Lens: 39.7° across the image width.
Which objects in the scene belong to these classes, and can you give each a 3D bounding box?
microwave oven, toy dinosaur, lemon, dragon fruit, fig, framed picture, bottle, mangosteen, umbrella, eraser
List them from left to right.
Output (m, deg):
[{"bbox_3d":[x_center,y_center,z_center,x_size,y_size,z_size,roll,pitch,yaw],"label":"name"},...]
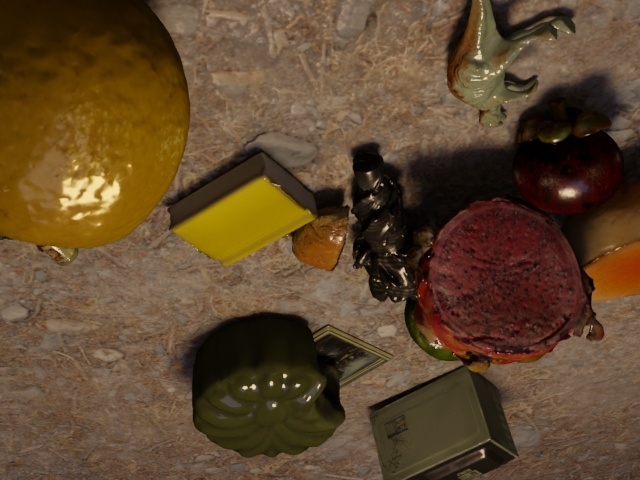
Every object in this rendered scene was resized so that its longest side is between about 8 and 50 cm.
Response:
[{"bbox_3d":[-0.483,0.004,1.583,0.063,0.047,0.101,-30,136,12],"label":"bottle"},{"bbox_3d":[-0.328,-0.191,1.143,0.364,0.364,0.364,-5,142,-4],"label":"lemon"},{"bbox_3d":[-0.134,-0.049,1.560,0.226,0.069,0.158,-28,136,25],"label":"eraser"},{"bbox_3d":[-0.009,0.305,2.069,0.296,0.019,0.232,-35,135,31],"label":"framed picture"},{"bbox_3d":[0.121,-0.008,1.595,0.128,0.154,0.336,-42,149,-22],"label":"umbrella"},{"bbox_3d":[0.302,0.483,2.179,0.295,0.237,0.181,-31,138,20],"label":"microwave oven"},{"bbox_3d":[0.260,0.136,1.820,0.203,0.235,0.203,-1,98,-6],"label":"fig"},{"bbox_3d":[0.299,0.103,1.573,0.296,0.314,0.263,-30,170,-12],"label":"dragon fruit"},{"bbox_3d":[0.264,-0.289,1.311,0.206,0.092,0.393,-21,149,25],"label":"toy dinosaur"},{"bbox_3d":[0.409,-0.141,1.473,0.200,0.199,0.199,-5,142,-4],"label":"mangosteen"}]

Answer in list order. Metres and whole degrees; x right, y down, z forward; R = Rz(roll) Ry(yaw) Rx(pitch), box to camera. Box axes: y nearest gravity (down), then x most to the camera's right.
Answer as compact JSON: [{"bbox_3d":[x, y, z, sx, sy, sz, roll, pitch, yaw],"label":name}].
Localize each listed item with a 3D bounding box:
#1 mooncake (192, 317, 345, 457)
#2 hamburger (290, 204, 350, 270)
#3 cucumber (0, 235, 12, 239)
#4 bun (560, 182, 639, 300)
[{"bbox_3d":[-0.121,0.332,1.934,0.352,0.187,0.351,-2,140,-2],"label":"mooncake"},{"bbox_3d":[-0.007,0.002,1.621,0.102,0.087,0.176,2,152,-10],"label":"hamburger"},{"bbox_3d":[-0.602,-0.036,1.493,0.266,0.077,0.077,0,141,-8],"label":"cucumber"},{"bbox_3d":[0.569,-0.013,1.648,0.299,0.164,0.299,-7,153,-3],"label":"bun"}]
